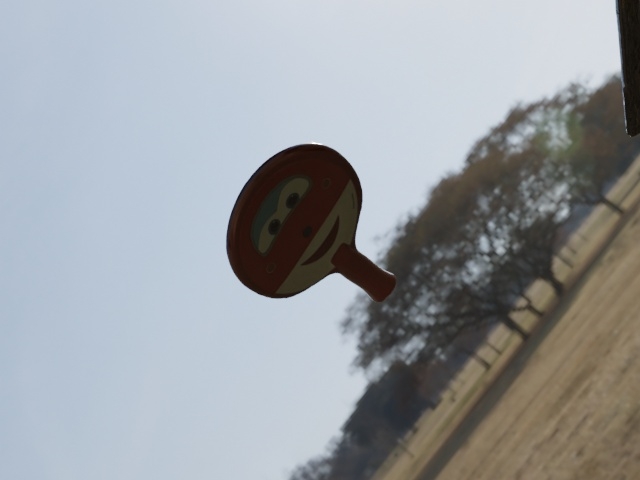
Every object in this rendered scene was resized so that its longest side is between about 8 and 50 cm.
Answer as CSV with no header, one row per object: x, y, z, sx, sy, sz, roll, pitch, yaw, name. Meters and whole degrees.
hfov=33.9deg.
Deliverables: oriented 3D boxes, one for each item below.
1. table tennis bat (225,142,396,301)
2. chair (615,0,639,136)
0.000,0.000,0.648,0.098,0.019,0.154,-56,-44,-3,table tennis bat
0.156,-0.204,0.527,0.172,0.159,0.247,-35,-35,19,chair
